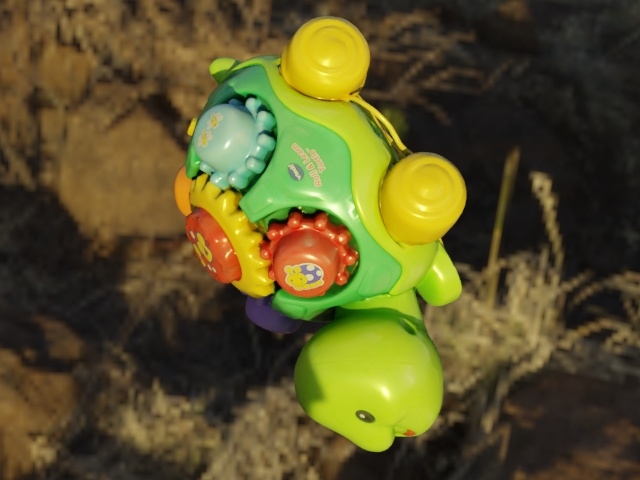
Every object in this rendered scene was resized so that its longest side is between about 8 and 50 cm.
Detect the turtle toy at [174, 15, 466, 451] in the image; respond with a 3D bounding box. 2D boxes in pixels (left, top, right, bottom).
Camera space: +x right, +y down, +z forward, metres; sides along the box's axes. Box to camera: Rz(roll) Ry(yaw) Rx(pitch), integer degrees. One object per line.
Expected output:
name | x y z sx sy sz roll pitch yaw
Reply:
turtle toy | 0.000 0.000 0.557 0.066 0.095 0.130 -31 81 -18
